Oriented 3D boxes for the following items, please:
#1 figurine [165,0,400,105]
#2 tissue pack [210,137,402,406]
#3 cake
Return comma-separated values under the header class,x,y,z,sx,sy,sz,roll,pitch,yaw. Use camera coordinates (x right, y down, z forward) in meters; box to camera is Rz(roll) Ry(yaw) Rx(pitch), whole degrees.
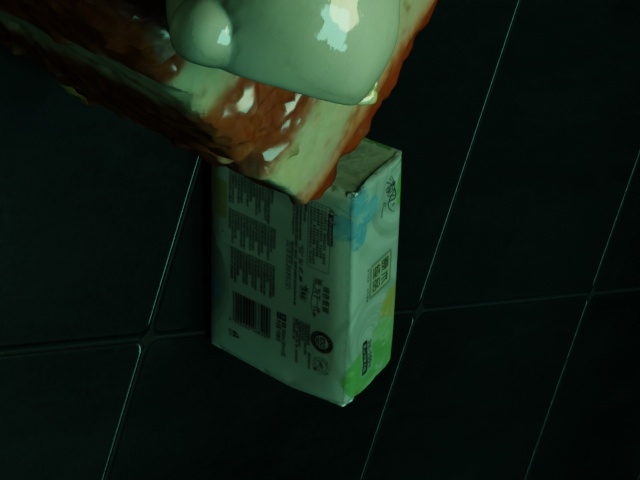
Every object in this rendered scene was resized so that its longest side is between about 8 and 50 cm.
class,x,y,z,sx,sy,sz,roll,pitch,yaw
figurine,0.011,-0.195,0.898,0.155,0.127,0.235,11,101,-40
tissue pack,0.000,0.000,1.530,0.145,0.159,0.229,-38,140,-42
cake,-0.089,-0.210,1.116,0.269,0.270,0.319,-59,148,-9
